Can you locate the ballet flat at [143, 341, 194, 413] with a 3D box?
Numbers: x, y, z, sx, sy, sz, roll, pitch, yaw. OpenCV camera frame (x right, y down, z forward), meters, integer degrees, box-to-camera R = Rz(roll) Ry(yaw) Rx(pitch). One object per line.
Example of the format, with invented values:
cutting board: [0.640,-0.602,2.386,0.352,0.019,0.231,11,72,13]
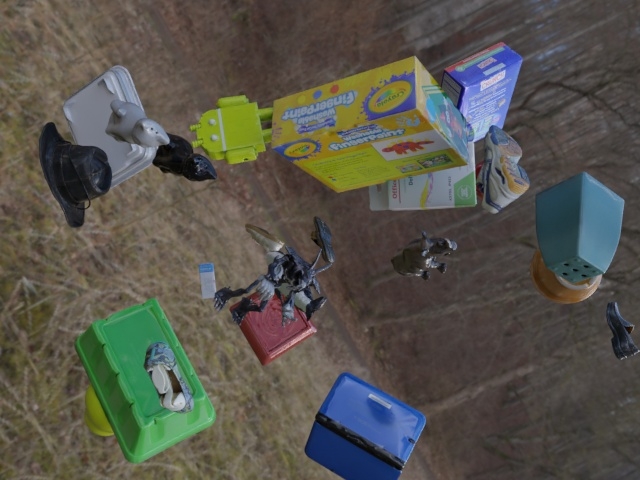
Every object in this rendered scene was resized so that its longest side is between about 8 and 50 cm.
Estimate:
ballet flat: [-0.296,0.283,1.229,0.070,0.070,0.188,-120,-168,-59]

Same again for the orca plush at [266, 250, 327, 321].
orca plush: [-0.053,0.116,1.857,0.287,0.102,0.151,30,-60,53]

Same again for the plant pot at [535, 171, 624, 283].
plant pot: [0.677,-0.021,1.684,0.165,0.234,0.165,29,-33,-20]

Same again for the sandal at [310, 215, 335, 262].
sandal: [0.000,0.000,2.202,0.090,0.060,0.219,41,27,-43]

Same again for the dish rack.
dish rack: [-0.674,-0.351,1.996,0.072,0.285,0.333,-16,83,-65]

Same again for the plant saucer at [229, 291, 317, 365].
plant saucer: [-0.171,0.299,2.416,0.258,0.259,0.048,59,-23,1]

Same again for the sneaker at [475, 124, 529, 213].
sneaker: [0.455,-0.192,1.680,0.112,0.131,0.296,30,37,-13]

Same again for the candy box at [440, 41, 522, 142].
candy box: [0.537,-0.489,2.222,0.122,0.268,0.317,51,-23,29]

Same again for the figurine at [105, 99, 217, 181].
figurine: [-0.338,-0.205,1.357,0.215,0.092,0.209,36,-6,-39]

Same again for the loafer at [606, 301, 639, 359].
loafer: [0.833,0.244,1.760,0.062,0.061,0.170,34,45,-40]

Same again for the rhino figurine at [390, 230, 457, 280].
rhino figurine: [0.230,0.033,1.417,0.243,0.106,0.073,127,-26,-71]

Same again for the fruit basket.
fruit basket: [-0.471,0.375,1.647,0.392,0.283,0.392,39,-39,42]

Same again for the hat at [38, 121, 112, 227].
hat: [-0.665,-0.198,1.792,0.331,0.134,0.331,164,-90,-86]

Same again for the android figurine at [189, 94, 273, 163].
android figurine: [-0.267,-0.341,1.972,0.056,0.272,0.248,88,-7,-62]

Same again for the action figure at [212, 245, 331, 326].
action figure: [-0.105,0.121,1.503,0.164,0.275,0.141,52,22,-35]

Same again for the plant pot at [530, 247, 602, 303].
plant pot: [0.742,0.085,1.899,0.205,0.205,0.188,61,6,10]

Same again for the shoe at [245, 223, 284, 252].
shoe: [-0.207,-0.007,2.220,0.076,0.058,0.219,24,3,-40]

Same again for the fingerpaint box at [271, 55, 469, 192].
fingerpaint box: [0.146,-0.309,1.817,0.371,0.444,0.163,27,59,-52]

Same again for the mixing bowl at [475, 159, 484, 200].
mixing bowl: [0.609,-0.220,2.316,0.098,0.181,0.181,-1,53,-47]

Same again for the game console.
game console: [0.130,0.587,1.919,0.293,0.250,0.173,27,-28,15]

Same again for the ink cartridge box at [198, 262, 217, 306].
ink cartridge box: [-0.471,0.186,2.678,0.104,0.061,0.181,175,-91,-81]

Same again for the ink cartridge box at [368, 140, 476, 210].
ink cartridge box: [0.324,-0.204,2.086,0.119,0.353,0.207,-5,92,-78]
